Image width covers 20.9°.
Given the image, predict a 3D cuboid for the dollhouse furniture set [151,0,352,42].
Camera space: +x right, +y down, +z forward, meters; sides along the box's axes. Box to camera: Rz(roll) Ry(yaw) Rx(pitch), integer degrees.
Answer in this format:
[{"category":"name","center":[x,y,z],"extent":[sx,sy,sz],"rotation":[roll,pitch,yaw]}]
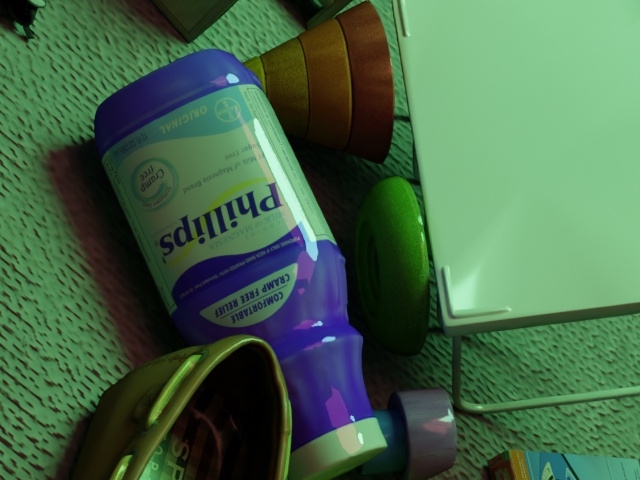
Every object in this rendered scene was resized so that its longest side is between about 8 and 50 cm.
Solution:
[{"category":"dollhouse furniture set","center":[-0.027,-0.276,1.304],"extent":[0.212,0.161,0.242],"rotation":[47,42,-6]}]

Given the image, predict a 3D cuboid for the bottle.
[{"category":"bottle","center":[-0.046,0.020,1.121],"extent":[0.283,0.118,0.092],"rotation":[65,7,14]}]

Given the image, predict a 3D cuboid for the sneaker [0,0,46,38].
[{"category":"sneaker","center":[-0.196,-0.171,1.182],"extent":[0.098,0.038,0.069],"rotation":[-4,85,-56]}]

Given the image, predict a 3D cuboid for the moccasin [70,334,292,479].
[{"category":"moccasin","center":[-0.082,0.216,0.934],"extent":[0.139,0.147,0.380],"rotation":[35,45,-19]}]

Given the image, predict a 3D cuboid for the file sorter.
[{"category":"file sorter","center":[0.166,-0.036,1.269],"extent":[0.193,0.173,0.277],"rotation":[-7,61,0]}]

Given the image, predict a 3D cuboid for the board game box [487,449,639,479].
[{"category":"board game box","center":[0.209,0.287,1.237],"extent":[0.145,0.027,0.281],"rotation":[10,57,-39]}]

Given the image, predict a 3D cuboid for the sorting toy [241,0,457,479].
[{"category":"sorting toy","center":[0.000,0.000,1.214],"extent":[0.126,0.127,0.365],"rotation":[-4,65,-11]}]
